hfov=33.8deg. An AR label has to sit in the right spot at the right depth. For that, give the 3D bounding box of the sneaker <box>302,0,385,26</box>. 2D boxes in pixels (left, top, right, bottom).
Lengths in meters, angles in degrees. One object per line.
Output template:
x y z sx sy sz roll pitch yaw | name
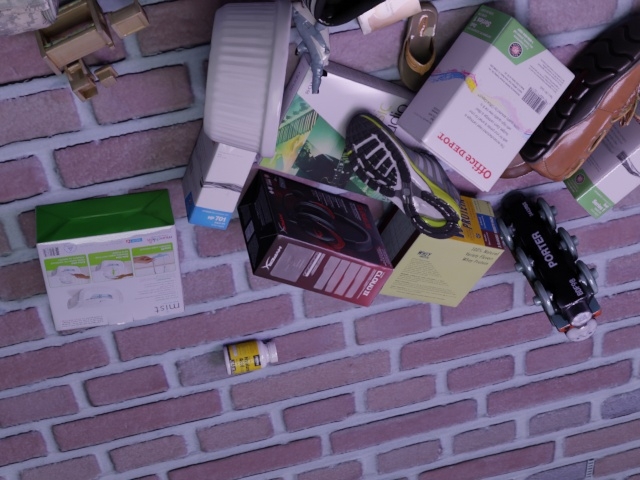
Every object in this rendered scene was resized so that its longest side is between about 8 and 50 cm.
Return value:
0.112 -0.527 1.657 0.169 0.258 0.448 18 121 -27 | sneaker

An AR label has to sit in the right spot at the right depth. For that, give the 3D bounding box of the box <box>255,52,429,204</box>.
0.062 -0.208 2.034 0.321 0.058 0.232 15 123 -25 | box

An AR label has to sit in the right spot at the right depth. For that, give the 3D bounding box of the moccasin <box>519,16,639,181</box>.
0.556 -0.272 2.053 0.147 0.139 0.380 25 107 -34 | moccasin

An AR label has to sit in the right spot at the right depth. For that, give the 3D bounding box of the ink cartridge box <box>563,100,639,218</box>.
0.593 -0.177 2.136 0.219 0.160 0.092 -41 128 19 | ink cartridge box

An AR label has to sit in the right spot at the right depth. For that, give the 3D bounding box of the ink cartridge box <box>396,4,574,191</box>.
0.307 -0.263 1.972 0.201 0.117 0.278 33 97 -34 | ink cartridge box

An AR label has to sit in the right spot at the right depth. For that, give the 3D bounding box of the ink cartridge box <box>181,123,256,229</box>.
-0.191 -0.139 1.965 0.082 0.140 0.191 12 124 -22 | ink cartridge box

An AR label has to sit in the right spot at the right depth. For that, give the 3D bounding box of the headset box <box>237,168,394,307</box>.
0.000 0.000 2.080 0.293 0.218 0.110 18 122 -26 | headset box

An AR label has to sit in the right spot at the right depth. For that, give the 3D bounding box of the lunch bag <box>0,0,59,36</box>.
-0.544 -0.401 1.580 0.305 0.256 0.213 -11 130 -6 | lunch bag

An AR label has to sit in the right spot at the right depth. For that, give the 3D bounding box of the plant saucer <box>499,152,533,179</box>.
0.396 -0.201 2.150 0.168 0.029 0.168 -8 131 -10 | plant saucer

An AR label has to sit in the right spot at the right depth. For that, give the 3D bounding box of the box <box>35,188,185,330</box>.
-0.408 0.042 2.062 0.261 0.127 0.231 -9 130 -9 | box

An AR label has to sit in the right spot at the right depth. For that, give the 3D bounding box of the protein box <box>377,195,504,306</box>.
0.234 0.014 2.186 0.199 0.136 0.201 11 137 -23 | protein box

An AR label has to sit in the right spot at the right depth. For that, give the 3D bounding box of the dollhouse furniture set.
-0.372 -0.347 1.803 0.181 0.101 0.161 -24 155 4 | dollhouse furniture set

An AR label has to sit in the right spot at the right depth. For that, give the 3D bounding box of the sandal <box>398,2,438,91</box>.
0.188 -0.351 1.957 0.072 0.049 0.180 -5 129 -12 | sandal

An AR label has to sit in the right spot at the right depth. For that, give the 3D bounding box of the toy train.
0.479 0.055 2.198 0.142 0.334 0.190 -28 145 5 | toy train

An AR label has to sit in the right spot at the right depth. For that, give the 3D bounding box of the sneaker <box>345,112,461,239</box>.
0.162 -0.135 2.023 0.111 0.121 0.300 -31 113 33 | sneaker

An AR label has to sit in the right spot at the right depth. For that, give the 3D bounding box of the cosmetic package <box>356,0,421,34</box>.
0.117 -0.421 1.886 0.115 0.041 0.060 -23 130 4 | cosmetic package

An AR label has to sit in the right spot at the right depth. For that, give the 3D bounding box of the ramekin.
-0.126 -0.280 1.796 0.127 0.273 0.273 6 127 -5 | ramekin

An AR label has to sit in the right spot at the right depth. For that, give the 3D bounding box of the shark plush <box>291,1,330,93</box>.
-0.016 -0.346 1.881 0.067 0.073 0.161 -5 113 3 | shark plush

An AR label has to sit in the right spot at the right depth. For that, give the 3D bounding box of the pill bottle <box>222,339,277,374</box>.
-0.156 0.258 2.347 0.116 0.065 0.065 -11 130 -7 | pill bottle
